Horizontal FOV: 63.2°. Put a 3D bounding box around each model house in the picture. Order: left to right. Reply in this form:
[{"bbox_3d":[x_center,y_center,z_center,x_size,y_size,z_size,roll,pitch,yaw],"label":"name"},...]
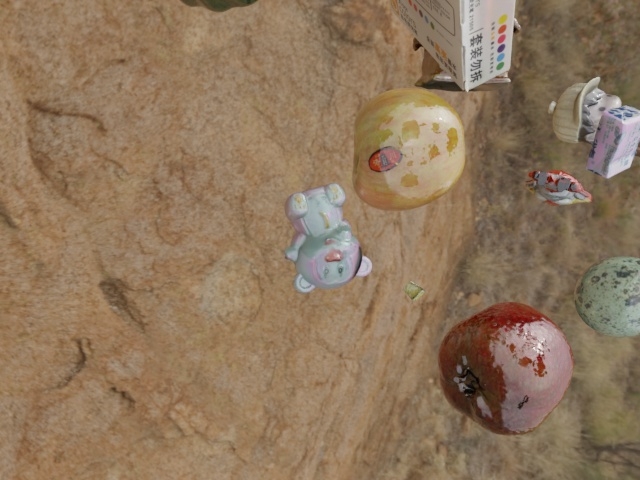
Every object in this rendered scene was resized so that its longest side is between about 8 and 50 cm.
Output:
[{"bbox_3d":[0.334,-0.469,1.216,0.220,0.199,0.229,6,105,1],"label":"model house"}]

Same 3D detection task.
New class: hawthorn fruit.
[{"bbox_3d":[0.455,0.279,1.243,0.369,0.285,0.284,-31,107,-36],"label":"hawthorn fruit"}]

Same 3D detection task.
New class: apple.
[{"bbox_3d":[0.273,-0.290,1.669,0.346,0.391,0.391,-4,89,-4],"label":"apple"}]

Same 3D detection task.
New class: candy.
[{"bbox_3d":[0.704,-0.237,1.238,0.092,0.073,0.160,-22,134,-16],"label":"candy"}]

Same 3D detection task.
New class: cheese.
[{"bbox_3d":[0.334,0.181,1.851,0.060,0.084,0.041,-49,129,6],"label":"cheese"}]

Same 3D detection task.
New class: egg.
[{"bbox_3d":[0.500,0.091,0.862,0.132,0.172,0.132,0,68,1],"label":"egg"}]

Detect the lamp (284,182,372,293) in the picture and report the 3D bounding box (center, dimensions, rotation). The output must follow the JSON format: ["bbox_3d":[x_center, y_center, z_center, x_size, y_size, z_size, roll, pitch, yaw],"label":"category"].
[{"bbox_3d":[0.000,0.000,1.572,0.247,0.247,0.301,-16,89,-16],"label":"lamp"}]

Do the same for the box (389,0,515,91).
[{"bbox_3d":[0.183,-0.393,0.783,0.091,0.274,0.221,-26,144,0],"label":"box"}]

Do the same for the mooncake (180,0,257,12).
[{"bbox_3d":[-0.178,-0.605,0.938,0.187,0.351,0.351,17,74,-68],"label":"mooncake"}]

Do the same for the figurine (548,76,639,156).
[{"bbox_3d":[0.838,-0.330,1.520,0.332,0.204,0.185,37,62,2],"label":"figurine"}]

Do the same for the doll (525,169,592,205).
[{"bbox_3d":[0.374,-0.087,0.824,0.169,0.109,0.057,16,92,-64],"label":"doll"}]
